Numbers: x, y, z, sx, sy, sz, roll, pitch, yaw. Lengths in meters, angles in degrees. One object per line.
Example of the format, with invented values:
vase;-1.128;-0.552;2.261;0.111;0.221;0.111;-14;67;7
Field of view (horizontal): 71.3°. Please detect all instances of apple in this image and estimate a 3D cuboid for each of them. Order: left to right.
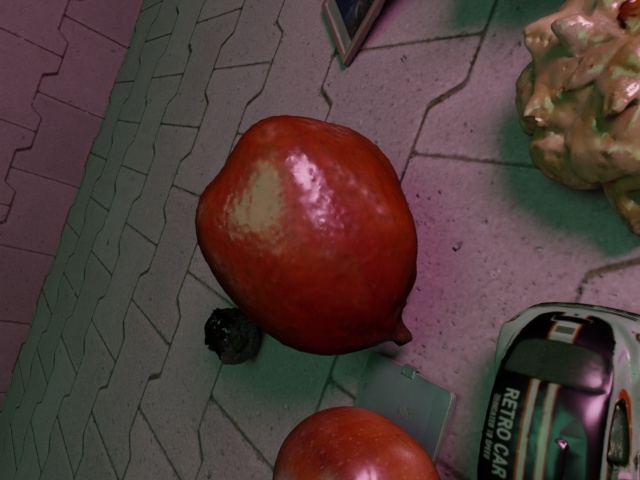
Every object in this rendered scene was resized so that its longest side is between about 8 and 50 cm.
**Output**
apple;0.042;0.287;0.494;0.201;0.162;0.201;8;99;62

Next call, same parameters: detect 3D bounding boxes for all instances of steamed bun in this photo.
steamed bun;0.308;-0.155;0.390;0.292;0.137;0.295;18;87;47

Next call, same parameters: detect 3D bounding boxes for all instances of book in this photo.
book;0.102;0.208;0.566;0.135;0.017;0.103;17;91;50

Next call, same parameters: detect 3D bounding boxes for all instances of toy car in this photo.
toy car;0.201;0.199;0.379;0.136;0.125;0.305;3;77;48

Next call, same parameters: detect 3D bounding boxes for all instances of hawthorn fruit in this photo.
hawthorn fruit;-0.015;-0.008;0.577;0.295;0.295;0.311;-42;45;30

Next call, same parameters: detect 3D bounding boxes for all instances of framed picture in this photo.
framed picture;0.088;-0.486;0.792;0.281;0.019;0.208;-54;41;44

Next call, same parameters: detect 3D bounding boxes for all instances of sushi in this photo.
sushi;-0.156;0.172;0.823;0.084;0.098;0.094;18;108;53
